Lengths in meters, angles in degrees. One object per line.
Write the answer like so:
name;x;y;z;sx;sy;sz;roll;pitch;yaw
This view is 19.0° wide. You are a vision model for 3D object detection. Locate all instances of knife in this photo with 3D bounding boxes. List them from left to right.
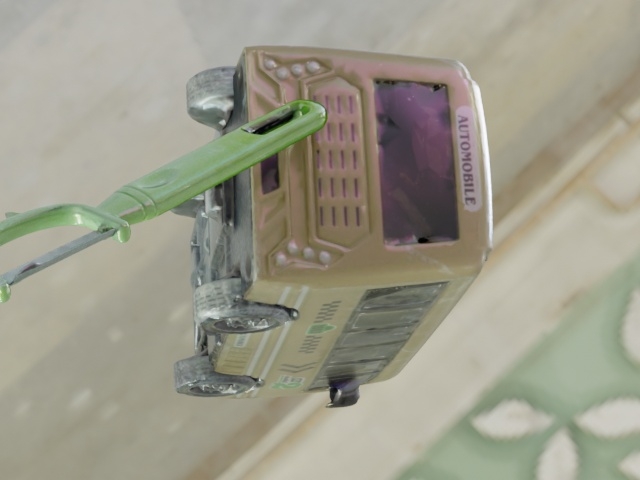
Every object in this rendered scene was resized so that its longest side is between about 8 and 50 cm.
knife;-0.076;-0.025;0.848;0.212;0.054;0.015;-30;127;-40

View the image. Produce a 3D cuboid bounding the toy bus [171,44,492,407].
toy bus;0.000;0.000;1.058;0.157;0.139;0.289;0;162;-8
